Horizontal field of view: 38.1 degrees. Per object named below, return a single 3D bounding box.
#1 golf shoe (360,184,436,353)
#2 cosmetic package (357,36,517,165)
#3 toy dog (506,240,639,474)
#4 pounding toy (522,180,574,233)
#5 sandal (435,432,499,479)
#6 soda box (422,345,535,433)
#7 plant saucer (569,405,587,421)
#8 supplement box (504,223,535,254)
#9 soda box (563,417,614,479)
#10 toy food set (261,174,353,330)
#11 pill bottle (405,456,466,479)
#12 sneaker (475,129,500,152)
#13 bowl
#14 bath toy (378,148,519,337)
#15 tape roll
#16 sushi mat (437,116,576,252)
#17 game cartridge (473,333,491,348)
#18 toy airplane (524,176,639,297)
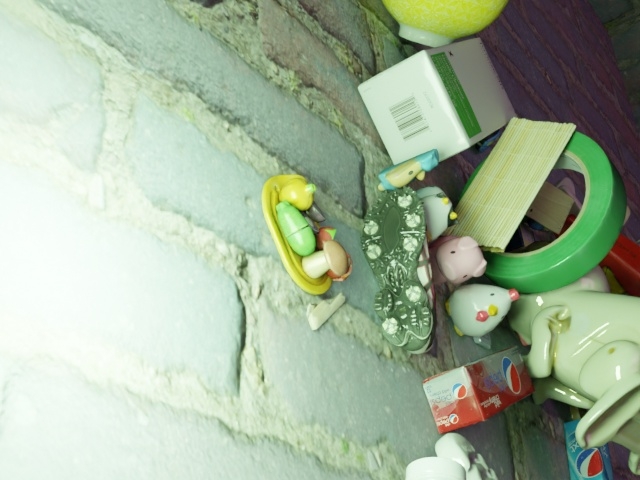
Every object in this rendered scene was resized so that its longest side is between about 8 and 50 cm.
[{"bbox_3d":[0.130,0.049,1.471,0.120,0.105,0.273,48,36,-59],"label":"golf shoe"},{"bbox_3d":[0.235,-0.265,1.792,0.197,0.155,0.365,63,30,-4],"label":"cosmetic package"},{"bbox_3d":[0.509,0.167,1.746,0.284,0.395,0.408,18,20,-38],"label":"toy dog"},{"bbox_3d":[0.442,-0.076,1.980,0.206,0.181,0.094,24,91,-40],"label":"pounding toy"},{"bbox_3d":[0.287,0.484,1.408,0.416,0.102,0.169,57,13,8],"label":"sandal"},{"bbox_3d":[0.269,0.246,1.551,0.263,0.083,0.092,-3,72,-59],"label":"soda box"},{"bbox_3d":[0.569,0.382,2.027,0.083,0.015,0.083,38,40,-41],"label":"plant saucer"},{"bbox_3d":[0.397,0.009,1.936,0.083,0.083,0.056,23,52,-50],"label":"supplement box"},{"bbox_3d":[0.547,0.468,1.875,0.071,0.067,0.210,43,36,-37],"label":"soda box"},{"bbox_3d":[0.000,0.000,1.290,0.128,0.071,0.218,-23,90,-61],"label":"toy food set"},{"bbox_3d":[0.154,0.390,1.226,0.112,0.112,0.187,43,37,-36],"label":"pill bottle"},{"bbox_3d":[0.369,-0.270,2.129,0.078,0.067,0.188,31,42,-16],"label":"sneaker"},{"bbox_3d":[0.236,-0.486,1.918,0.289,0.289,0.156,-21,131,-61],"label":"bowl"},{"bbox_3d":[0.229,0.013,1.609,0.348,0.129,0.151,60,29,-14],"label":"bath toy"},{"bbox_3d":[0.414,-0.059,1.767,0.077,0.321,0.321,39,39,-42],"label":"tape roll"},{"bbox_3d":[0.348,-0.109,1.735,0.317,0.151,0.019,-55,133,-23],"label":"sushi mat"},{"bbox_3d":[0.296,0.157,1.731,0.056,0.017,0.083,34,42,-50],"label":"game cartridge"},{"bbox_3d":[0.618,0.046,2.154,0.386,0.272,0.384,3,49,-19],"label":"toy airplane"}]
